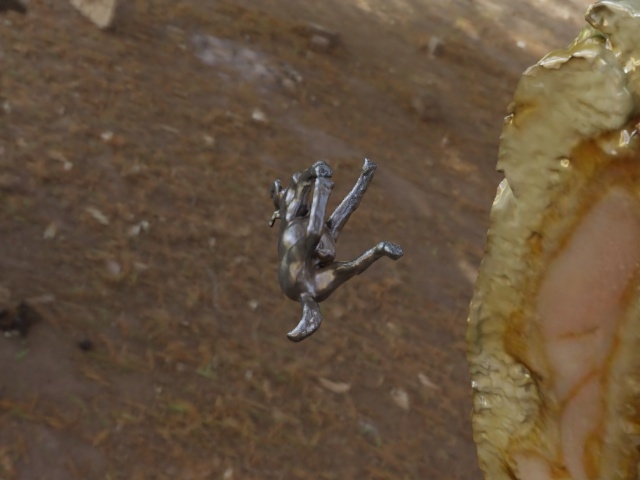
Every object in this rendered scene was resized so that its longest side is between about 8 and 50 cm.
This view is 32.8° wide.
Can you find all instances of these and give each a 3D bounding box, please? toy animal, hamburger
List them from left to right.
[{"bbox_3d":[0.000,0.000,1.103,0.084,0.148,0.233,18,35,-23],"label":"toy animal"},{"bbox_3d":[0.186,-0.001,0.524,0.162,0.330,0.209,24,51,30],"label":"hamburger"}]
